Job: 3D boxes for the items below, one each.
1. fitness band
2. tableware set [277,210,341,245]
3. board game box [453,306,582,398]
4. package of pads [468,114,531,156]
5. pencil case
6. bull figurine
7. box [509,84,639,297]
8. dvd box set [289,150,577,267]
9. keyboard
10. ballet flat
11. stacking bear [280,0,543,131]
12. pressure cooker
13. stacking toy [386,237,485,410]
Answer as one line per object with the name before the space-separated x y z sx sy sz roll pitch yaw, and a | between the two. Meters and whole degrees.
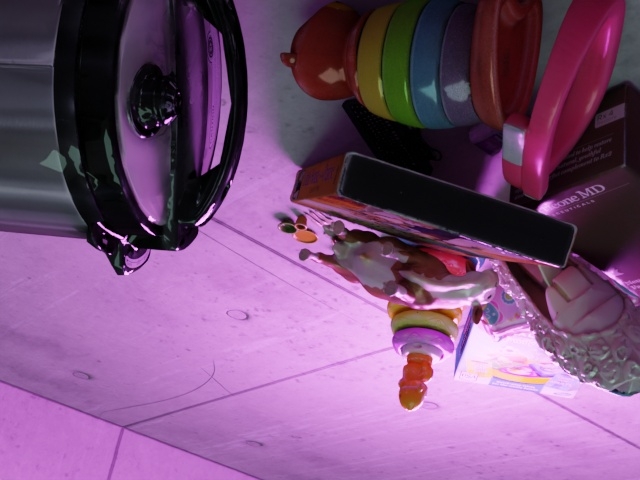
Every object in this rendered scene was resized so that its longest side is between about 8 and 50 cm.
fitness band | 0.284 -0.166 1.095 0.054 0.209 0.291 30 167 19
tableware set | 0.000 0.000 1.680 0.104 0.024 0.154 -14 143 38
board game box | 0.408 0.197 1.838 0.253 0.079 0.336 8 151 4
package of pads | 0.253 -0.153 1.316 0.050 0.032 0.083 30 146 -25
pencil case | 0.410 0.094 1.584 0.284 0.124 0.124 -11 145 21
bull figurine | 0.119 0.045 1.464 0.310 0.101 0.188 15 175 40
box | 0.465 -0.043 1.335 0.381 0.143 0.191 30 147 -28
dvd box set | 0.131 -0.040 1.332 0.307 0.062 0.420 18 178 -10
keyboard | 0.109 -0.141 1.381 0.100 0.038 0.192 -6 148 28
ballet flat | 0.348 0.075 1.389 0.146 0.409 0.147 -8 117 -16
stacking bear | 0.096 -0.219 1.126 0.288 0.164 0.175 8 -166 28
pressure cooker | -0.289 -0.176 1.106 0.420 0.376 0.370 4 147 13
stacking toy | 0.174 0.146 1.594 0.165 0.302 0.175 18 149 -13
